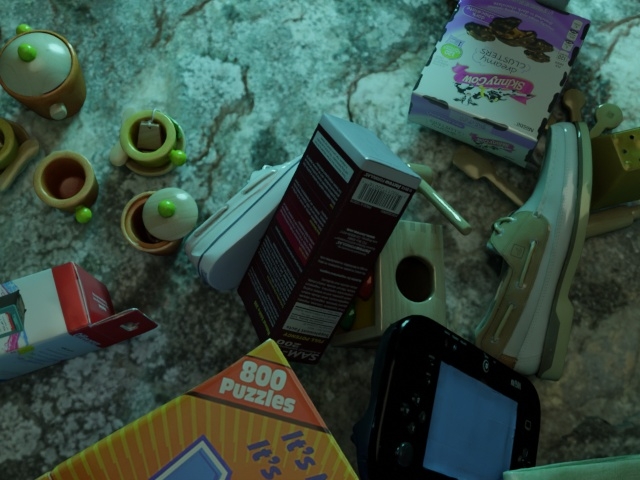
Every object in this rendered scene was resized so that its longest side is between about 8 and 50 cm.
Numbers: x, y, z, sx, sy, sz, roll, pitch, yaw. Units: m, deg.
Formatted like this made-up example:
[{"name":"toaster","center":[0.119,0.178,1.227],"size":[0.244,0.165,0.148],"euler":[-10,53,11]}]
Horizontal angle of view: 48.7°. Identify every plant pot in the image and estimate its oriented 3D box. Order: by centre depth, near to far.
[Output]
[{"name":"plant pot","center":[0.363,-0.095,0.851],"size":[0.081,0.083,0.081],"euler":[-13,73,-5]}]

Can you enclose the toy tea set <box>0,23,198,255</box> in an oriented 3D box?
[{"name":"toy tea set","center":[-0.283,-0.118,0.846],"size":[0.336,0.124,0.199],"euler":[27,76,5]}]

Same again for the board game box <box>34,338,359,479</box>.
[{"name":"board game box","center":[-0.095,0.344,0.614],"size":[0.357,0.356,0.356],"euler":[-31,79,-8]}]

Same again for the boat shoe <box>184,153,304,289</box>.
[{"name":"boat shoe","center":[-0.056,-0.053,0.853],"size":[0.258,0.095,0.084],"euler":[-39,54,-13]}]

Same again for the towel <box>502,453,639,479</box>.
[{"name":"towel","center":[0.310,0.394,0.728],"size":[0.248,0.038,0.324],"euler":[3,74,-29]}]

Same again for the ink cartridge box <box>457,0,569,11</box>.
[{"name":"ink cartridge box","center":[0.262,-0.371,0.881],"size":[0.154,0.212,0.093],"euler":[26,76,5]}]

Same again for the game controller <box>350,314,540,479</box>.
[{"name":"game controller","center":[0.145,0.192,0.715],"size":[0.067,0.319,0.166],"euler":[8,72,43]}]

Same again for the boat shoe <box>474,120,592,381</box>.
[{"name":"boat shoe","center":[0.246,0.006,0.819],"size":[0.104,0.113,0.302],"euler":[8,88,14]}]

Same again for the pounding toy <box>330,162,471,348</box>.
[{"name":"pounding toy","center":[0.079,0.009,0.785],"size":[0.094,0.181,0.205],"euler":[6,75,-23]}]

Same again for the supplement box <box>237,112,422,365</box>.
[{"name":"supplement box","center":[0.000,0.000,0.763],"size":[0.073,0.130,0.239],"euler":[17,113,-29]}]

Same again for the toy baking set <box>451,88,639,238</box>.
[{"name":"toy baking set","center":[0.307,-0.089,0.909],"size":[0.256,0.030,0.196],"euler":[-20,74,-7]}]

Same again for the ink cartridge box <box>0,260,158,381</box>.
[{"name":"ink cartridge box","center":[-0.312,0.093,0.787],"size":[0.231,0.134,0.077],"euler":[-18,77,-7]}]

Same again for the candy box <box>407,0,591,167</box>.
[{"name":"candy box","center":[0.226,-0.215,0.898],"size":[0.165,0.070,0.196],"euler":[24,71,11]}]
